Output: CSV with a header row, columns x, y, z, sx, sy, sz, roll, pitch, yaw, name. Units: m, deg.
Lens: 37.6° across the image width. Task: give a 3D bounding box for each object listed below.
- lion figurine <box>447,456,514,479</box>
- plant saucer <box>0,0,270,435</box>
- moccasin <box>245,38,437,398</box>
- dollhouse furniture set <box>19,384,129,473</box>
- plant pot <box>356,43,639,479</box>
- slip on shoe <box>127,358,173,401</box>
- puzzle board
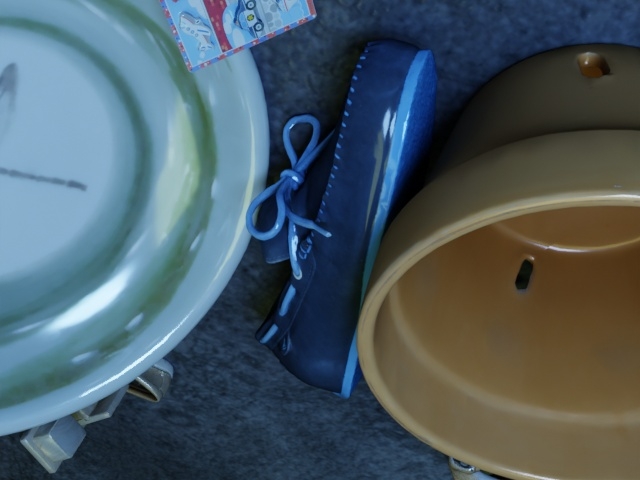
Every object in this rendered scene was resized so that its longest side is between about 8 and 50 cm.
x,y,z,sx,sy,sz,roll,pitch,yaw,name
0.292,0.256,0.944,0.392,0.142,0.240,13,147,20,lion figurine
-0.231,-0.046,0.657,0.401,0.100,0.400,-17,127,-24,plant saucer
0.000,0.000,0.709,0.117,0.137,0.342,22,131,11,moccasin
-0.380,0.164,0.804,0.174,0.355,0.303,-20,117,31,dollhouse furniture set
0.180,0.006,0.631,0.291,0.203,0.290,6,137,6,plant pot
-0.221,0.129,0.975,0.135,0.041,0.051,25,136,-13,slip on shoe
-0.061,-0.177,0.598,0.096,0.011,0.128,-25,133,-6,puzzle board
